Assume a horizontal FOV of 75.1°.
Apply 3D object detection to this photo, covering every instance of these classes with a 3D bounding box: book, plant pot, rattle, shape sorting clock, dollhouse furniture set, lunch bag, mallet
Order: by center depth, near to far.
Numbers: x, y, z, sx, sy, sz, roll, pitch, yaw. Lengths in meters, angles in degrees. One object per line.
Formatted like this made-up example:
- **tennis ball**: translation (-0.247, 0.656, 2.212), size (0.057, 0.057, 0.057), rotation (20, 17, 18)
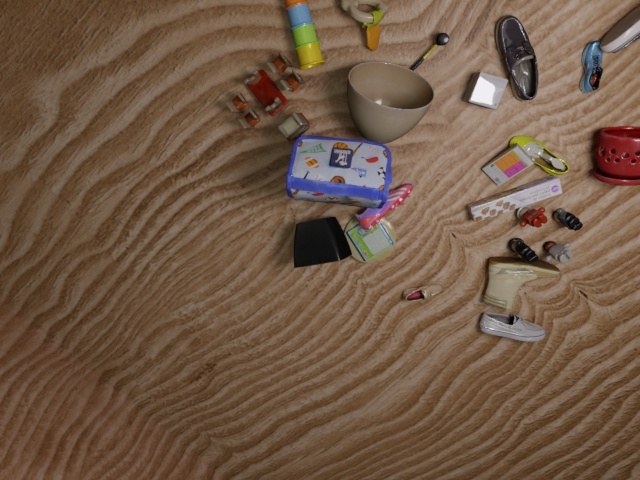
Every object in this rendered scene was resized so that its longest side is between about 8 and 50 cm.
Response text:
- **rattle**: translation (0.119, -0.756, 1.397), size (0.200, 0.143, 0.130), rotation (25, 79, 11)
- **plant pot**: translation (0.215, -0.443, 1.405), size (0.284, 0.284, 0.191), rotation (13, 140, -1)
- **lunch bag**: translation (0.065, -0.230, 1.411), size (0.328, 0.385, 0.238), rotation (7, 111, 3)
- **plant pot**: translation (1.047, -0.286, 1.418), size (0.191, 0.191, 0.174), rotation (-3, 115, 6)
- **mallet**: translation (0.360, -0.632, 1.427), size (0.039, 0.062, 0.190), rotation (44, 123, -10)
- **dollhouse furniture set**: translation (-0.158, -0.486, 1.490), size (0.262, 0.135, 0.259), rotation (-37, 92, 16)
- **book**: translation (0.678, -0.272, 1.507), size (0.096, 0.035, 0.144), rotation (42, 133, -12)
- **plant pot**: translation (0.000, 0.000, 1.608), size (0.188, 0.187, 0.167), rotation (-9, 93, 19)
- **shape sorting clock**: translation (0.197, -0.011, 1.666), size (0.206, 0.040, 0.206), rotation (1, 100, 4)

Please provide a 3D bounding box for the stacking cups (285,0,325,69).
- **stacking cups**: translation (-0.069, -0.746, 1.394), size (0.096, 0.096, 0.316), rotation (-13, 104, 9)

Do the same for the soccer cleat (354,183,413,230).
- **soccer cleat**: translation (0.243, -0.143, 1.590), size (0.248, 0.083, 0.095), rotation (-43, 72, 6)

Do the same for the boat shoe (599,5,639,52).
- **boat shoe**: translation (1.064, -0.677, 1.296), size (0.340, 0.127, 0.158), rotation (-42, 104, 13)

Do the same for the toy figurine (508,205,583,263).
- **toy figurine**: translation (0.838, -0.024, 1.563), size (0.210, 0.148, 0.213), rotation (1, 109, -2)

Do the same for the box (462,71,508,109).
- **box**: translation (0.562, -0.512, 1.423), size (0.101, 0.087, 0.102), rotation (16, 111, -2)

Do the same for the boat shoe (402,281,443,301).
- **boat shoe**: translation (0.428, 0.220, 1.726), size (0.170, 0.059, 0.063), rotation (-18, 108, 11)

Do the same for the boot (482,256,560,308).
- **boot**: translation (0.795, 0.175, 1.661), size (0.262, 0.095, 0.203), rotation (4, 111, 5)

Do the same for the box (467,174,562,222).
- **box**: translation (0.721, -0.156, 1.559), size (0.324, 0.067, 0.063), rotation (-19, 108, 12)

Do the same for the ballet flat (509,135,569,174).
- **ballet flat**: translation (0.791, -0.305, 1.489), size (0.231, 0.077, 0.077), rotation (29, 105, -6)

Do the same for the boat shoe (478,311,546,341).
- **boat shoe**: translation (0.804, 0.348, 1.732), size (0.268, 0.096, 0.088), rotation (9, 116, 10)

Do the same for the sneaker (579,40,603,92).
- **sneaker**: translation (0.914, -0.575, 1.379), size (0.063, 0.073, 0.162), rotation (-6, 109, 6)

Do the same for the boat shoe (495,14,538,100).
- **boat shoe**: translation (0.664, -0.602, 1.378), size (0.103, 0.092, 0.285), rotation (-19, 108, 11)
